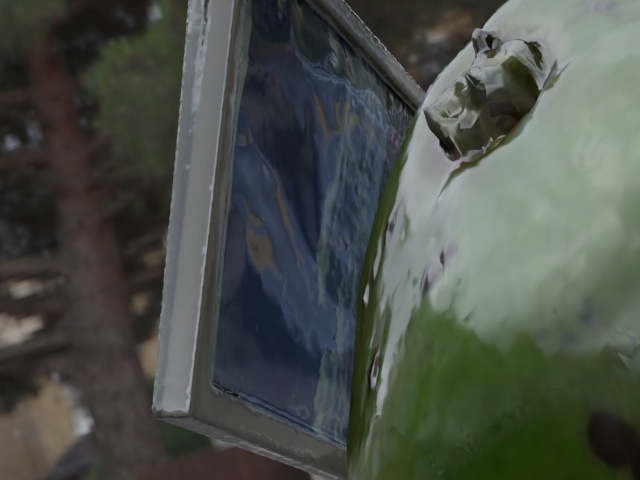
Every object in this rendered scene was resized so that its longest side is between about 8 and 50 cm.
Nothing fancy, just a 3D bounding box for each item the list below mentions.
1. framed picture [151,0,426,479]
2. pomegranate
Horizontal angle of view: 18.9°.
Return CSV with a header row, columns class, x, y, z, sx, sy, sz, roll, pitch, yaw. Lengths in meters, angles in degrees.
class,x,y,z,sx,sy,sz,roll,pitch,yaw
framed picture,0.000,0.000,0.766,0.023,0.189,0.260,0,-15,21
pomegranate,0.136,0.040,0.506,0.254,0.270,0.254,-49,6,7
